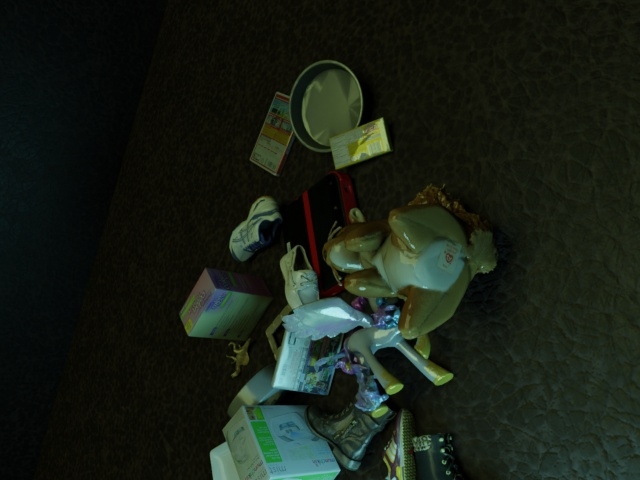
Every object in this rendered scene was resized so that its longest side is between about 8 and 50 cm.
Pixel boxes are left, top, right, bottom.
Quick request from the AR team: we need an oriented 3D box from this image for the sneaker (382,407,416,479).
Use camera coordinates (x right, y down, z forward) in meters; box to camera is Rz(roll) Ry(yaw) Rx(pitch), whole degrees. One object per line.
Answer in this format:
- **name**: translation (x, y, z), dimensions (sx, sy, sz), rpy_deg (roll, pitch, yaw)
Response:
- **sneaker**: translation (0.194, 0.525, 1.473), dimensions (0.084, 0.070, 0.185), rpy_deg (-11, 70, 41)

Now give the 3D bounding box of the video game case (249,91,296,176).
- **video game case**: translation (-0.160, -0.402, 2.160), dimensions (0.204, 0.025, 0.285), rpy_deg (35, 106, 47)

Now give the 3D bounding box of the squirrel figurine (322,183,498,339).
- **squirrel figurine**: translation (0.209, 0.021, 1.417), dimensions (0.370, 0.397, 0.281), rpy_deg (5, 112, 58)

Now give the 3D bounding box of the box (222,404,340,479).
- **box**: translation (-0.114, 0.604, 1.648), dimensions (0.126, 0.262, 0.231), rpy_deg (-54, 45, 23)

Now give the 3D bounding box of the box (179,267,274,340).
- **box**: translation (-0.328, 0.227, 2.005), dimensions (0.213, 0.243, 0.117), rpy_deg (-57, 45, 21)

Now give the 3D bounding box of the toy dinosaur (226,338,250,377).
- **toy dinosaur**: translation (-0.286, 0.403, 2.068), dimensions (0.093, 0.053, 0.183), rpy_deg (35, 113, 31)

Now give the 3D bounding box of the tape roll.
- **tape roll**: translation (-0.184, 0.484, 1.784), dimensions (0.072, 0.219, 0.219), rpy_deg (39, 111, 19)

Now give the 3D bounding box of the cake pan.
- **cake pan**: translation (0.025, -0.435, 1.877), dimensions (0.293, 0.054, 0.293), rpy_deg (6, 100, 35)

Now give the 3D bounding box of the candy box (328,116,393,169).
- **candy box**: translation (0.122, -0.297, 1.776), dimensions (0.206, 0.027, 0.105), rpy_deg (-14, 84, 36)

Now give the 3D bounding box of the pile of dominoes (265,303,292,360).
- **pile of dominoes**: translation (-0.083, 0.316, 1.866), dimensions (0.251, 0.040, 0.196), rpy_deg (-52, 51, 41)

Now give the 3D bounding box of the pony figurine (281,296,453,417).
- **pony figurine**: translation (0.120, 0.265, 1.517), dimensions (0.351, 0.303, 0.363), rpy_deg (-28, 49, 2)

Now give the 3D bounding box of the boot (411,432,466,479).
- **boot**: translation (0.308, 0.537, 1.333), dimensions (0.236, 0.085, 0.178), rpy_deg (-26, 59, 42)

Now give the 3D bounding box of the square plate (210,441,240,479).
- **square plate**: translation (-0.231, 0.806, 1.882), dimensions (0.347, 0.049, 0.344), rpy_deg (-40, 53, 34)

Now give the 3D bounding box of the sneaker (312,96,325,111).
- **sneaker**: translation (0.024, -0.439, 1.963), dimensions (0.042, 0.067, 0.118), rpy_deg (-25, 92, 39)

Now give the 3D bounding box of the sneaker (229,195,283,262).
- **sneaker**: translation (-0.233, -0.015, 2.052), dimensions (0.296, 0.112, 0.131), rpy_deg (-58, 42, 31)

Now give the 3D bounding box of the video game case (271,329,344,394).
- **video game case**: translation (-0.036, 0.347, 1.696), dimensions (0.023, 0.183, 0.201), rpy_deg (14, 90, 67)

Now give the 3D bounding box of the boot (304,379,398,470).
- **boot**: translation (0.088, 0.478, 1.607), dimensions (0.263, 0.091, 0.229), rpy_deg (37, 101, 42)

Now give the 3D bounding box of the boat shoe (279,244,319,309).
- **boat shoe**: translation (-0.053, 0.125, 1.765), dimensions (0.096, 0.098, 0.277), rpy_deg (-54, 42, 32)

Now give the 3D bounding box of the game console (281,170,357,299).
- **game console**: translation (0.000, 0.000, 1.857), dimensions (0.342, 0.060, 0.386), rpy_deg (-36, 54, 44)
